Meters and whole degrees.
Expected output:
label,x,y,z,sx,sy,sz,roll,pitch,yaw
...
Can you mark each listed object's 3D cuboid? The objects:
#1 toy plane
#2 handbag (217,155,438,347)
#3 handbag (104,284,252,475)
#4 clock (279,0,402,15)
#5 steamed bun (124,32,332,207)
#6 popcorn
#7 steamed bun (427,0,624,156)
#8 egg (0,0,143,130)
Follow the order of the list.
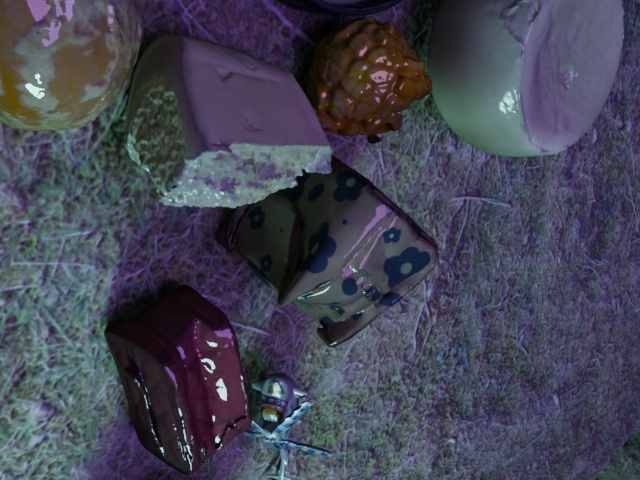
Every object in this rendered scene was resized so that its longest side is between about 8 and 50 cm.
label,x,y,z,sx,sy,sz,roll,pitch,yaw
toy plane,-0.052,0.293,1.182,0.273,0.182,0.107,63,34,-43
handbag,0.000,0.000,0.995,0.193,0.251,0.190,-50,131,2
handbag,-0.181,0.182,0.984,0.135,0.146,0.225,-31,129,-36
clock,0.042,-0.462,0.906,0.386,0.076,0.386,-21,124,-35
steamed bun,-0.109,-0.115,0.874,0.226,0.200,0.170,4,144,-45
popcorn,0.059,-0.207,1.008,0.180,0.180,0.170,-19,109,-36
steamed bun,0.295,-0.286,1.144,0.324,0.206,0.324,-22,125,-37
egg,-0.257,-0.210,0.671,0.195,0.195,0.233,-39,131,-22
